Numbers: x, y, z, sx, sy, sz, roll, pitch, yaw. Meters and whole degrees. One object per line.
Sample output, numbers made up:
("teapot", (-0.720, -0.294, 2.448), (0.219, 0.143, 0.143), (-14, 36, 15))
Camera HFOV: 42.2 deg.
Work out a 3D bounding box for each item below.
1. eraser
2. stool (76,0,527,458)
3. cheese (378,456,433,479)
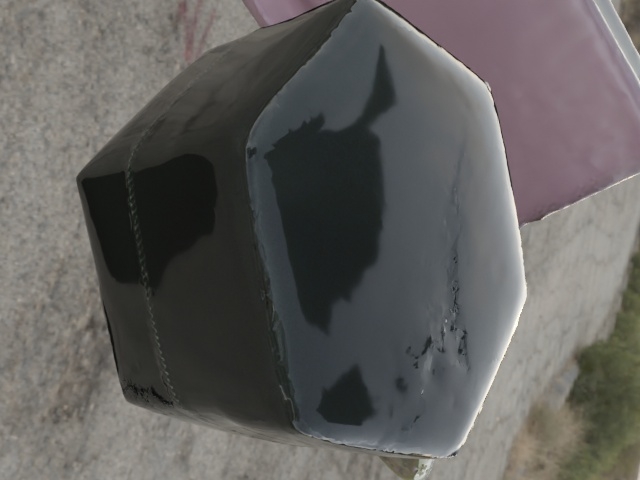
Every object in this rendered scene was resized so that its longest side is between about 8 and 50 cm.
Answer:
("eraser", (0.121, -0.183, 0.768), (0.359, 0.272, 0.122), (52, 32, -15))
("stool", (0.000, 0.000, 0.437), (0.232, 0.141, 0.232), (6, 82, -46))
("cheese", (0.074, 0.244, 1.126), (0.037, 0.192, 0.097), (-16, 126, -42))
